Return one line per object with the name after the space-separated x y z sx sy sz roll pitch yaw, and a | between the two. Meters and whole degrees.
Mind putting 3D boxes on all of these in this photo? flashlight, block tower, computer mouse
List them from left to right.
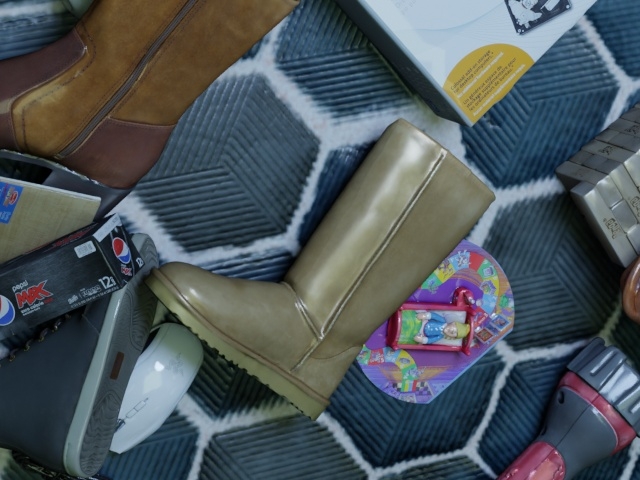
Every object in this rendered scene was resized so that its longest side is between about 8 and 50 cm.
-0.181 0.156 1.411 0.106 0.042 0.193 42 89 -20 | computer mouse
0.202 0.234 1.510 0.304 0.103 0.103 -45 111 -3 | flashlight
0.380 -0.118 1.488 0.335 0.097 0.091 -38 110 -7 | block tower

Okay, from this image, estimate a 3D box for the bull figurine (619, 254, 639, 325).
0.402 0.072 1.487 0.188 0.101 0.310 -51 133 2 | bull figurine

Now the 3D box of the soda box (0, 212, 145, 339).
-0.237 0.037 1.317 0.169 0.060 0.053 -22 104 21 | soda box

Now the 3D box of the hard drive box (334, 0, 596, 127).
0.109 -0.247 1.379 0.181 0.089 0.232 -46 110 -3 | hard drive box

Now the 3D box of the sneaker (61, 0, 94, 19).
-0.153 -0.298 1.289 0.121 0.099 0.262 7 99 -13 | sneaker

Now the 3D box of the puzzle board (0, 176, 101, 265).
-0.252 -0.008 1.329 0.096 0.011 0.128 13 139 -19 | puzzle board

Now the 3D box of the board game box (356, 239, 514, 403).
0.112 0.079 1.485 0.169 0.033 0.133 -41 110 -5 | board game box

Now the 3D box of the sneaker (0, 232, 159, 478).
-0.225 0.088 1.364 0.118 0.083 0.222 13 75 18 | sneaker

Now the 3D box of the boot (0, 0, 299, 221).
-0.199 -0.166 1.243 0.264 0.096 0.280 32 118 -21 | boot

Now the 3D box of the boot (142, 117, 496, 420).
0.000 0.000 1.398 0.236 0.089 0.269 39 87 -36 | boot
